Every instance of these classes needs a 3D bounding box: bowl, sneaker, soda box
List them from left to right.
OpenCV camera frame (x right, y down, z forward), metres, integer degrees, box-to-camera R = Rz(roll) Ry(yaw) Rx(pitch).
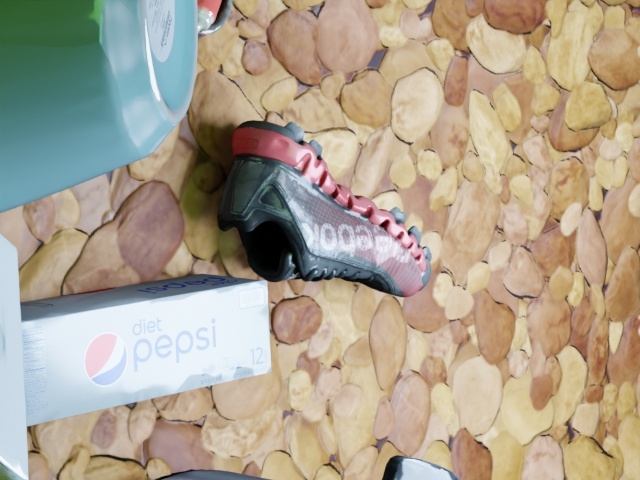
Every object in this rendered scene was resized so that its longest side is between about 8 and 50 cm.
[{"bbox_3d":[-0.187,-0.171,1.330,0.311,0.163,0.311,-1,90,-81],"label":"bowl"},{"bbox_3d":[-0.180,0.092,1.616,0.286,0.098,0.091,-9,99,-43],"label":"soda box"},{"bbox_3d":[0.000,0.000,1.785,0.276,0.098,0.135,37,67,-36],"label":"sneaker"}]

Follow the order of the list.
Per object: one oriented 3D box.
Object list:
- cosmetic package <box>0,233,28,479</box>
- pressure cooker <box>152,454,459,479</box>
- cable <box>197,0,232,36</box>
[{"bbox_3d":[-0.327,0.054,1.280,0.224,0.138,0.224,53,20,-46],"label":"cosmetic package"},{"bbox_3d":[-0.009,0.402,1.576,0.375,0.420,0.370,-33,113,-38],"label":"pressure cooker"},{"bbox_3d":[-0.085,-0.304,1.705,0.139,0.072,0.287,52,58,-39],"label":"cable"}]
